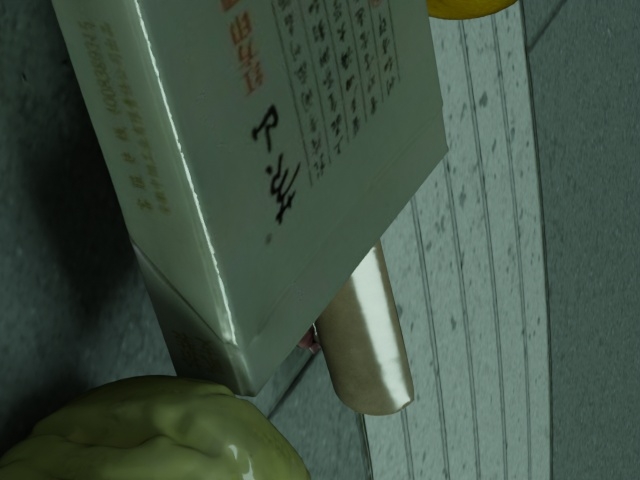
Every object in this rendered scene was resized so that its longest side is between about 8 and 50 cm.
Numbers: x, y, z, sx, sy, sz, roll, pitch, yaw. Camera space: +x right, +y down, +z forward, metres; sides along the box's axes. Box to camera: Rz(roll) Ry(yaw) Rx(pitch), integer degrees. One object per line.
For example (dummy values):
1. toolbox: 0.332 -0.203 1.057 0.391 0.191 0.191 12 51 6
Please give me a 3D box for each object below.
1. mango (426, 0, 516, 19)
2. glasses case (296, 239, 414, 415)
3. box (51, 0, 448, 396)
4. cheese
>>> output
1. mango: 0.057 -0.196 0.859 0.262 0.157 0.109 45 66 -82
2. glasses case: 0.000 0.000 0.910 0.102 0.070 0.194 -98 174 -59
3. box: -0.032 -0.131 0.661 0.205 0.051 0.365 -51 140 -39
4. cheese: -0.084 0.179 0.691 0.214 0.117 0.226 -52 142 -43
